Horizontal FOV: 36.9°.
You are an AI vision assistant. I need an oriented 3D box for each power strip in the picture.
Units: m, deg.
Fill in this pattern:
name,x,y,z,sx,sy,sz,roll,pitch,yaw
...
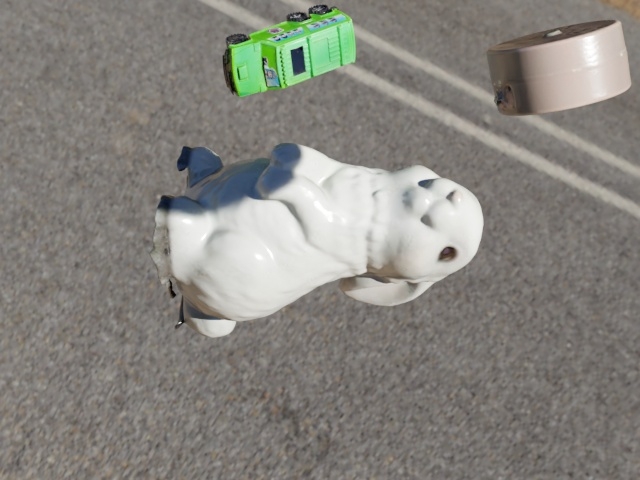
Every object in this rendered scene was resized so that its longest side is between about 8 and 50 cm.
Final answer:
name,x,y,z,sx,sy,sz,roll,pitch,yaw
power strip,0.261,-0.192,1.063,0.154,0.078,0.154,-12,15,3

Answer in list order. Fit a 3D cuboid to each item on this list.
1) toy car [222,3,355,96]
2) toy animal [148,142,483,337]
name,x,y,z,sx,sy,sz,roll,pitch,yaw
toy car,-0.034,-0.216,1.104,0.165,0.071,0.062,-25,35,-27
toy animal,0.000,0.000,1.088,0.357,0.258,0.194,3,44,3
